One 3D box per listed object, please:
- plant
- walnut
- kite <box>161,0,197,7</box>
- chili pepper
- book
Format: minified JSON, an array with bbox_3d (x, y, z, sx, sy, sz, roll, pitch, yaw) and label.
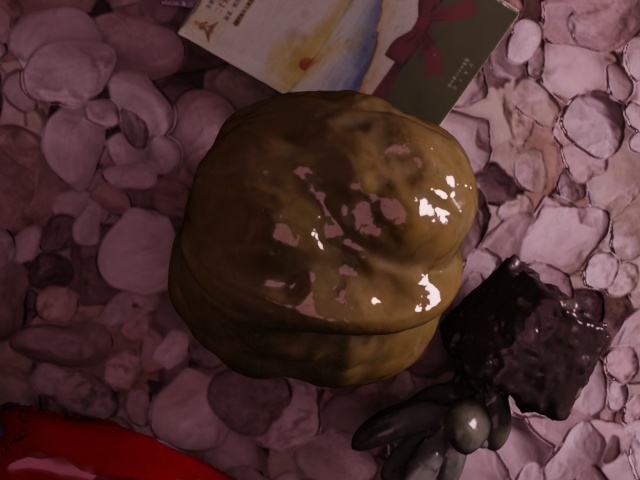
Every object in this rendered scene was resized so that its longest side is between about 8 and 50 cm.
[{"bbox_3d":[0.163,0.155,1.400,0.146,0.149,0.274,42,93,-11],"label":"plant"},{"bbox_3d":[0.000,-0.002,1.299,0.277,0.253,0.282,7,96,-9],"label":"walnut"},{"bbox_3d":[-0.093,-0.370,1.361,0.152,0.015,0.285,-6,101,-10],"label":"kite"},{"bbox_3d":[-0.222,0.233,1.379,0.387,0.110,0.110,17,95,-13],"label":"chili pepper"},{"bbox_3d":[0.032,-0.212,1.337,0.289,0.026,0.201,27,110,-26],"label":"book"}]
